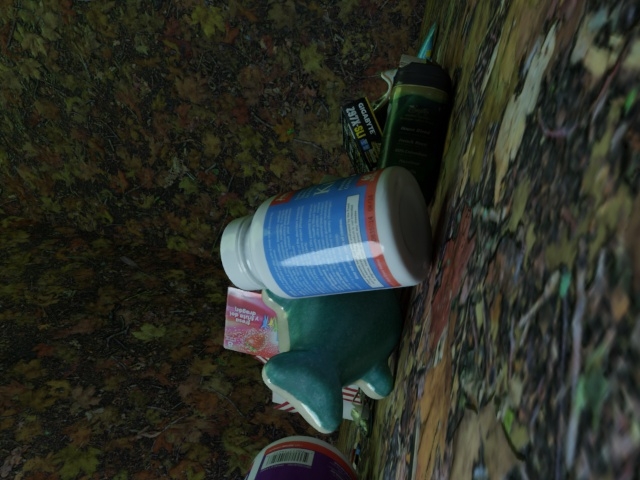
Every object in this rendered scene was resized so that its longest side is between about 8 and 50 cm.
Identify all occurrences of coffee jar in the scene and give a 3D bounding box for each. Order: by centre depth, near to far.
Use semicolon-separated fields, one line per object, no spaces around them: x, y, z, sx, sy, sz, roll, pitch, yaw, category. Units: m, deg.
0.122;-0.136;0.647;0.096;0.078;0.185;7;-87;-83;coffee jar

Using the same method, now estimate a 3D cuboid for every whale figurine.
0.023;0.112;0.616;0.141;0.216;0.272;-47;0;21;whale figurine

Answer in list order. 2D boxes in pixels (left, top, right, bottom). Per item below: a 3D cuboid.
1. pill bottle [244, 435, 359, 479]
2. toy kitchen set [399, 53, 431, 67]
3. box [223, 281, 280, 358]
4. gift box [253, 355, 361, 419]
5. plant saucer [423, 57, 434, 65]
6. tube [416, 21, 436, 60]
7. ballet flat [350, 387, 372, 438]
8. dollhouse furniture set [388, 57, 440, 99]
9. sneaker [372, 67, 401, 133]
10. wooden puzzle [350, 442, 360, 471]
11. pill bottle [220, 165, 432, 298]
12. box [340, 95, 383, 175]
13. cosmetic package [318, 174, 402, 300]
-0.043;0.408;0.607;0.323;0.181;0.182;-55;-24;-78;pill bottle
0.200;-0.344;1.047;0.068;0.075;0.083;-14;-60;-83;toy kitchen set
-0.021;0.144;0.947;0.154;0.299;0.142;-69;-10;-64;box
-0.008;0.287;1.201;0.258;0.276;0.255;-75;-11;-49;gift box
0.167;-0.179;0.817;0.241;0.037;0.241;11;-90;-85;plant saucer
0.248;-0.429;1.201;0.080;0.052;0.207;-80;3;-54;tube
0.072;0.296;0.845;0.114;0.041;0.041;-70;-10;-62;ballet flat
0.180;-0.310;0.925;0.114;0.081;0.091;93;-171;-59;dollhouse furniture set
0.203;-0.328;1.380;0.126;0.127;0.321;-72;-9;-62;sneaker
0.064;0.460;0.983;0.078;0.014;0.117;-47;-31;-81;wooden puzzle
0.000;0.000;0.537;0.124;0.221;0.125;26;-121;-55;pill bottle
0.140;-0.220;1.361;0.322;0.079;0.257;59;-173;-82;box
0.060;0.003;0.918;0.366;0.196;0.155;-65;-14;-64;cosmetic package
